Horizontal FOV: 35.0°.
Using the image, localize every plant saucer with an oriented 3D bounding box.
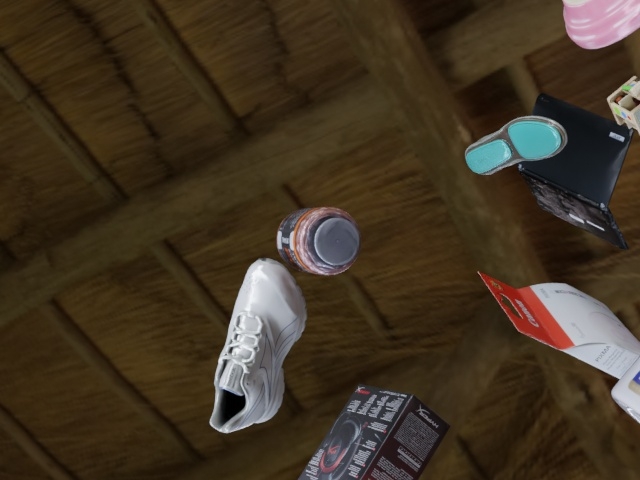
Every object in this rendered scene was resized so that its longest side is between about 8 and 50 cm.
[{"bbox_3d":[0.555,-0.505,1.836,0.084,0.332,0.332,34,-107,-18],"label":"plant saucer"}]

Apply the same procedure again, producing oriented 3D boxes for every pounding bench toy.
[{"bbox_3d":[0.426,-0.193,1.379,0.052,0.065,0.083,-39,-52,-1],"label":"pounding bench toy"}]

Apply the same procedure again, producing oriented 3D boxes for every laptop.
[{"bbox_3d":[0.530,-0.137,2.047,0.137,0.234,0.264,-50,-42,-6],"label":"laptop"}]

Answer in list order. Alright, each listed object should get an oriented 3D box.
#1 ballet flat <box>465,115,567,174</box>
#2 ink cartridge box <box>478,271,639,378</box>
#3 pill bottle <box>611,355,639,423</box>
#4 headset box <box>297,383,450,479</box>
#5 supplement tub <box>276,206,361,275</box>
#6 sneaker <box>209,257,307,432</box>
[{"bbox_3d":[0.307,-0.155,1.555,0.068,0.213,0.072,-36,-80,-32],"label":"ballet flat"},{"bbox_3d":[0.368,0.114,1.517,0.232,0.189,0.066,30,-74,-23],"label":"ink cartridge box"},{"bbox_3d":[0.376,0.110,0.961,0.187,0.112,0.112,-50,-51,0],"label":"pill bottle"},{"bbox_3d":[0.080,0.428,1.911,0.110,0.218,0.293,41,-109,-18],"label":"headset box"},{"bbox_3d":[0.000,0.000,1.556,0.106,0.198,0.106,0,-90,-14],"label":"supplement tub"},{"bbox_3d":[-0.102,0.172,1.575,0.129,0.111,0.297,-29,-49,-60],"label":"sneaker"}]
